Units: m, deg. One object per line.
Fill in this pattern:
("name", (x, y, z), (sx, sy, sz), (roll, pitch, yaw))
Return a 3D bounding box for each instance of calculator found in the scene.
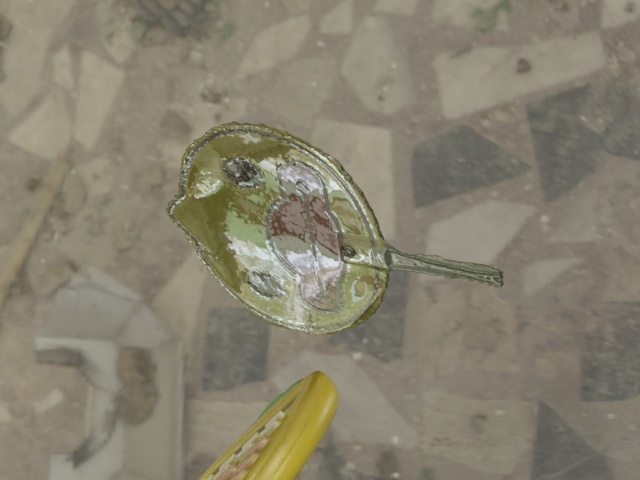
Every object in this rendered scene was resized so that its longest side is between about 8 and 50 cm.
("calculator", (-0.048, 0.150, 0.733), (0.032, 0.235, 0.146), (45, 112, -1))

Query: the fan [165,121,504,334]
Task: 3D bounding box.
("fan", (0.000, 0.001, 1.001), (0.335, 0.011, 0.230), (10, 131, 27))
